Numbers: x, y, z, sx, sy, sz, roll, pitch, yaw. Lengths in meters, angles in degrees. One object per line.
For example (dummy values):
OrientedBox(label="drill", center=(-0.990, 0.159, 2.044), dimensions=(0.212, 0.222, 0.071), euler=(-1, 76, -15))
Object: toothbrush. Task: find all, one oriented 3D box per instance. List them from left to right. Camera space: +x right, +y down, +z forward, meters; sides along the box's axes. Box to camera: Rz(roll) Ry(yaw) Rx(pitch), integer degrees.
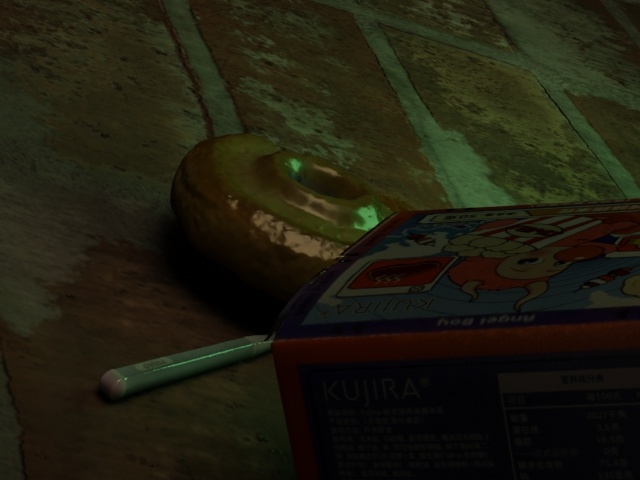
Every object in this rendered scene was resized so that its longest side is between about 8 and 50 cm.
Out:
OrientedBox(label="toothbrush", center=(-0.080, 0.101, 1.572), dimensions=(0.025, 0.030, 0.342), euler=(35, 29, 28))

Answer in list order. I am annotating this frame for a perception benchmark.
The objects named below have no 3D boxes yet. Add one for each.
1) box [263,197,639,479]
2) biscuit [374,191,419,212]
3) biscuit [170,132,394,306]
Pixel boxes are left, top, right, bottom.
OrientedBox(label="box", center=(0.189, 0.124, 1.352), dimensions=(0.348, 0.257, 0.318), euler=(-4, 16, 26))
OrientedBox(label="biscuit", center=(-0.001, 0.003, 1.802), dimensions=(0.324, 0.049, 0.205), euler=(2, 34, -37))
OrientedBox(label="biscuit", center=(-0.022, -0.017, 1.679), dimensions=(0.274, 0.091, 0.213), euler=(27, 26, 4))
